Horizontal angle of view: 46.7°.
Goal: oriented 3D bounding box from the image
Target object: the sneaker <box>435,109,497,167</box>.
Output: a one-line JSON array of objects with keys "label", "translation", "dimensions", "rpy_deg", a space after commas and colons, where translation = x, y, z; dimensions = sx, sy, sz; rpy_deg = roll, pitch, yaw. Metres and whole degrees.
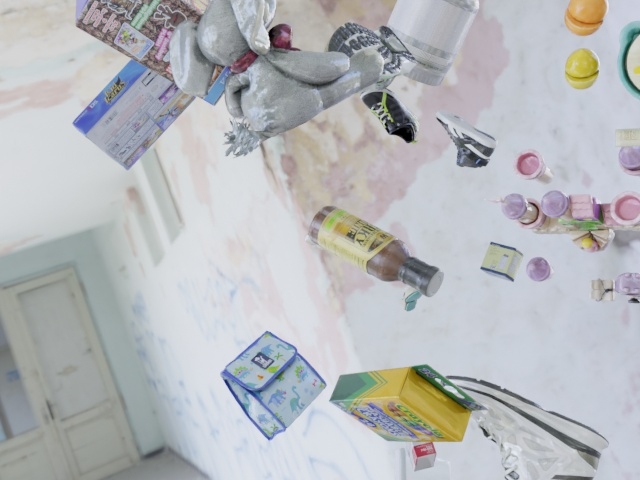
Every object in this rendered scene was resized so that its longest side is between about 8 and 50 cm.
[{"label": "sneaker", "translation": [0.408, -0.288, 2.192], "dimensions": [0.079, 0.217, 0.121], "rpy_deg": [-14, -46, -46]}]

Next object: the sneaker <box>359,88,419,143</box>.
[{"label": "sneaker", "translation": [0.216, -0.372, 2.231], "dimensions": [0.234, 0.097, 0.084], "rpy_deg": [30, -40, -27]}]

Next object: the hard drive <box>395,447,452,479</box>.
[{"label": "hard drive", "translation": [0.289, 0.749, 2.047], "dimensions": [0.203, 0.308, 0.040], "rpy_deg": [25, -39, -31]}]

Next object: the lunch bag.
[{"label": "lunch bag", "translation": [-0.086, 0.250, 1.313], "dimensions": [0.129, 0.151, 0.096], "rpy_deg": [-39, -6, -40]}]

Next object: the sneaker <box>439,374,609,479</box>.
[{"label": "sneaker", "translation": [0.479, 0.532, 1.912], "dimensions": [0.447, 0.258, 0.169], "rpy_deg": [21, -14, 24]}]

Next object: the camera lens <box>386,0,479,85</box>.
[{"label": "camera lens", "translation": [0.303, -0.605, 2.102], "dimensions": [0.219, 0.219, 0.274], "rpy_deg": [-17, -44, -58]}]

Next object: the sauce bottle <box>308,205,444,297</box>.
[{"label": "sauce bottle", "translation": [0.131, 0.026, 1.744], "dimensions": [0.344, 0.112, 0.111], "rpy_deg": [28, 26, 30]}]

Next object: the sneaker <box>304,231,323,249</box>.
[{"label": "sneaker", "translation": [0.000, 0.000, 2.016], "dimensions": [0.083, 0.032, 0.037], "rpy_deg": [19, -55, -17]}]

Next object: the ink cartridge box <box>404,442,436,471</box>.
[{"label": "ink cartridge box", "translation": [0.248, 0.506, 1.901], "dimensions": [0.056, 0.135, 0.099], "rpy_deg": [-12, -36, -6]}]

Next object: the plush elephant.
[{"label": "plush elephant", "translation": [-0.104, -0.314, 1.257], "dimensions": [0.271, 0.256, 0.330], "rpy_deg": [-10, 22, 39]}]

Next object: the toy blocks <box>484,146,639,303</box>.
[{"label": "toy blocks", "translation": [0.509, -0.042, 1.475], "dimensions": [0.288, 0.309, 0.260], "rpy_deg": [0, -8, 35]}]

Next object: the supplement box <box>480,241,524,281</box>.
[{"label": "supplement box", "translation": [0.496, 0.058, 2.029], "dimensions": [0.083, 0.083, 0.056], "rpy_deg": [17, -8, 43]}]

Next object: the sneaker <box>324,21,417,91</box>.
[{"label": "sneaker", "translation": [0.095, -0.390, 1.741], "dimensions": [0.182, 0.158, 0.410], "rpy_deg": [-45, -9, 27]}]

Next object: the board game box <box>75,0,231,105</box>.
[{"label": "board game box", "translation": [-0.296, -0.425, 1.401], "dimensions": [0.290, 0.232, 0.141], "rpy_deg": [27, -66, -31]}]

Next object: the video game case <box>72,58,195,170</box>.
[{"label": "video game case", "translation": [-0.455, -0.326, 1.843], "dimensions": [0.269, 0.061, 0.244], "rpy_deg": [-48, -17, -4]}]

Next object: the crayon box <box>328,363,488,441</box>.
[{"label": "crayon box", "translation": [0.193, 0.379, 1.697], "dimensions": [0.323, 0.203, 0.083], "rpy_deg": [-23, 35, 54]}]

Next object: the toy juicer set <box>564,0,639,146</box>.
[{"label": "toy juicer set", "translation": [0.490, -0.259, 1.136], "dimensions": [0.209, 0.329, 0.089], "rpy_deg": [-21, 8, 24]}]

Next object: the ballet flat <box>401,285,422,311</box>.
[{"label": "ballet flat", "translation": [0.270, 0.164, 2.241], "dimensions": [0.057, 0.052, 0.168], "rpy_deg": [-16, -24, -14]}]
